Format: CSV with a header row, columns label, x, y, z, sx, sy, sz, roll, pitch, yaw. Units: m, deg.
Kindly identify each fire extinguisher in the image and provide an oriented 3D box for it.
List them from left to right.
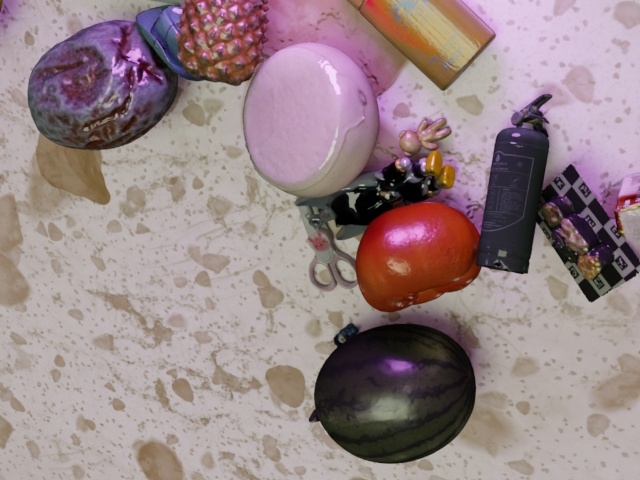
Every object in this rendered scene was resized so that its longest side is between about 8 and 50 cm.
label,x,y,z,sx,sy,sz,roll,pitch,yaw
fire extinguisher,0.346,-0.098,1.439,0.095,0.114,0.311,8,91,-23

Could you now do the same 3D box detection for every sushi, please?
label,x,y,z,sx,sy,sz,roll,pitch,yaw
sushi,0.433,0.003,1.421,0.215,0.050,0.192,59,161,13

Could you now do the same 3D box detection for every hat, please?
label,x,y,z,sx,sy,sz,roll,pitch,yaw
hat,-0.269,-0.400,1.587,0.191,0.138,0.078,46,141,3

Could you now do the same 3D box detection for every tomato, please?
label,x,y,z,sx,sy,sz,roll,pitch,yaw
tomato,0.179,0.028,1.546,0.260,0.260,0.180,-24,74,32

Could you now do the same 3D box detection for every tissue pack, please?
label,x,y,z,sx,sy,sz,roll,pitch,yaw
tissue pack,0.556,-0.042,1.379,0.099,0.148,0.106,-9,111,29

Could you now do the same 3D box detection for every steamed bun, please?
label,x,y,z,sx,sy,sz,roll,pitch,yaw
steamed bun,-0.005,-0.219,1.519,0.283,0.177,0.283,2,93,41

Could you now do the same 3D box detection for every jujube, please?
label,x,y,z,sx,sy,sz,roll,pitch,yaw
jujube,-0.433,-0.311,1.666,0.308,0.215,0.246,-3,83,27

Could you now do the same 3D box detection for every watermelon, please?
label,x,y,z,sx,sy,sz,roll,pitch,yaw
watermelon,0.140,0.314,1.681,0.359,0.279,0.279,-19,106,33

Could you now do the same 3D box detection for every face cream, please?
label,x,y,z,sx,sy,sz,roll,pitch,yaw
face cream,0.158,-0.404,1.428,0.285,0.067,0.139,43,122,0

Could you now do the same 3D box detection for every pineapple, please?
label,x,y,z,sx,sy,sz,roll,pitch,yaw
pineapple,-0.159,-0.465,1.464,0.175,0.175,0.361,19,109,16

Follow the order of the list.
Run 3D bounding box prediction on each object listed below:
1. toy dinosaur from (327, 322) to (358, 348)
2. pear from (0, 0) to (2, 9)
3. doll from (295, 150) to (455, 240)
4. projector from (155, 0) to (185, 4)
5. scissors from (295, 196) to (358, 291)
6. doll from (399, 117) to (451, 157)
label,x,y,z,sx,sy,sz,roll,pitch,yaw
toy dinosaur,0.053,0.212,1.805,0.030,0.047,0.083,47,126,-1
pear,-0.788,-0.534,1.704,0.253,0.253,0.307,29,109,9
doll,0.102,-0.089,1.584,0.316,0.145,0.103,-19,75,33
projector,-0.364,-0.567,1.529,0.257,0.079,0.259,14,153,17
scissors,0.000,0.000,1.731,0.118,0.030,0.242,-11,114,29
doll,0.194,-0.192,1.530,0.093,0.051,0.061,-20,99,30
